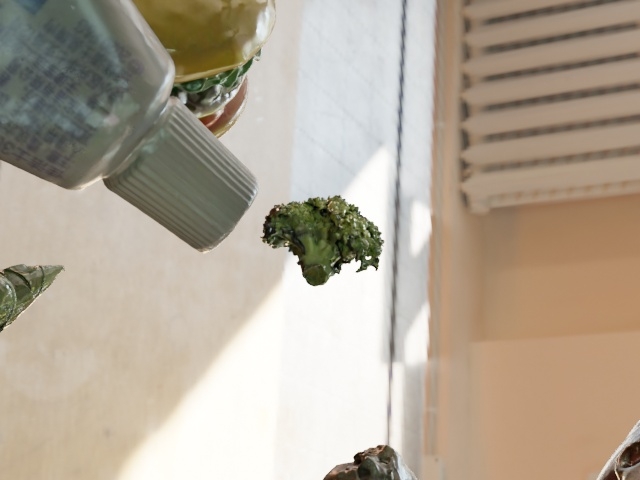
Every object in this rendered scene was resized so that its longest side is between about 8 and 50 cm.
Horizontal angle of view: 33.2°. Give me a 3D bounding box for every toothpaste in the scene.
[{"bbox_3d":[-0.139,-0.093,0.419,0.282,0.068,0.099,40,49,-21],"label":"toothpaste"}]

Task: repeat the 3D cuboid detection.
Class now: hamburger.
[{"bbox_3d":[-0.104,-0.119,0.600,0.162,0.162,0.115,-66,176,-45],"label":"hamburger"}]

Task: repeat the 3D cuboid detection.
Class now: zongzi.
[{"bbox_3d":[-0.352,0.086,1.146,0.062,0.154,0.130,50,36,14],"label":"zongzi"}]

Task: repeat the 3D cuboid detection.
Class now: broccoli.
[{"bbox_3d":[0.000,0.000,1.004,0.097,0.095,0.092,45,38,-22],"label":"broccoli"}]

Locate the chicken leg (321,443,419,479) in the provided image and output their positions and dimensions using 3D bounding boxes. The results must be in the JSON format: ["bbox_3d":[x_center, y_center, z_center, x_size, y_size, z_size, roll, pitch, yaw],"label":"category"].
[{"bbox_3d":[0.087,0.199,0.615,0.196,0.125,0.080,67,-11,-8],"label":"chicken leg"}]

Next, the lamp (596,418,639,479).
[{"bbox_3d":[0.285,0.157,0.554,0.257,0.303,0.303,59,31,-7],"label":"lamp"}]
